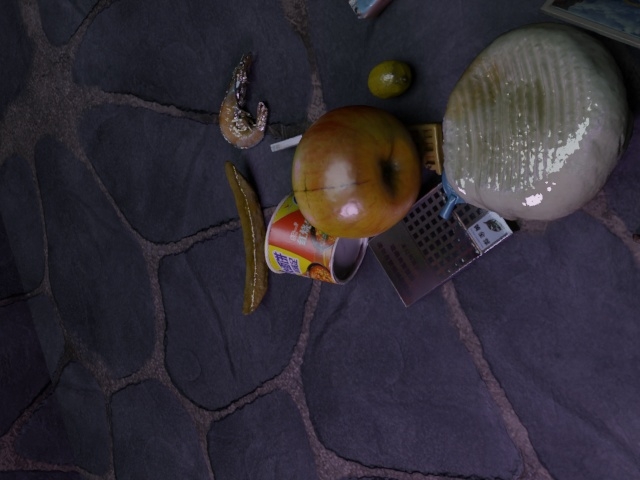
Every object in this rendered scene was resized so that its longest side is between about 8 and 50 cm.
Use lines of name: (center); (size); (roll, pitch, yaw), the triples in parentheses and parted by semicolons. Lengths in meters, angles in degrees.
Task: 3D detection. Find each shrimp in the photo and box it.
shrimp: (-0.186, -0.347, 2.073); (0.143, 0.052, 0.251); (27, 125, 22)

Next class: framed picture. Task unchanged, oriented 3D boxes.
framed picture: (0.525, -0.411, 1.380); (0.250, 0.016, 0.184); (34, 79, 32)

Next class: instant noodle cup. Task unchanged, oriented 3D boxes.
instant noodle cup: (0.000, 0.000, 1.901); (0.174, 0.213, 0.213); (18, 112, 28)

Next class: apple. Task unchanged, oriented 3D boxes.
apple: (0.076, -0.142, 1.713); (0.233, 0.286, 0.286); (-7, 96, 49)

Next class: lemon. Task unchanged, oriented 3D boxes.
lemon: (0.145, -0.344, 1.759); (0.110, 0.082, 0.082); (-12, 93, 48)

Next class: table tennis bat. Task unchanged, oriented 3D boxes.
table tennis bat: (0.286, -0.112, 1.675); (0.100, 0.019, 0.155); (36, 115, 27)

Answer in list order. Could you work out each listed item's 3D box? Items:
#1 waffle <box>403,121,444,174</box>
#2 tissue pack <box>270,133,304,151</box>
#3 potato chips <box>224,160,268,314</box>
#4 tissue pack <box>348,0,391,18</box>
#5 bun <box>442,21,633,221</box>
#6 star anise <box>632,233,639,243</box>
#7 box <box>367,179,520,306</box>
waffle: (0.187, -0.196, 1.798); (0.191, 0.032, 0.125); (1, 105, 43)
tissue pack: (-0.064, -0.237, 1.984); (0.108, 0.056, 0.023); (-12, 93, 43)
potato chips: (-0.183, -0.009, 2.131); (0.057, 0.080, 0.407); (10, 109, 56)
tissue pack: (0.115, -0.520, 1.747); (0.094, 0.074, 0.059); (-42, 76, 42)
bun: (0.401, -0.205, 1.482); (0.365, 0.219, 0.365); (-8, 80, 47)
star anise: (0.618, 0.003, 1.461); (0.141, 0.042, 0.141); (10, 105, 39)
box: (0.255, -0.009, 1.768); (0.325, 0.047, 0.180); (-42, 73, 39)
